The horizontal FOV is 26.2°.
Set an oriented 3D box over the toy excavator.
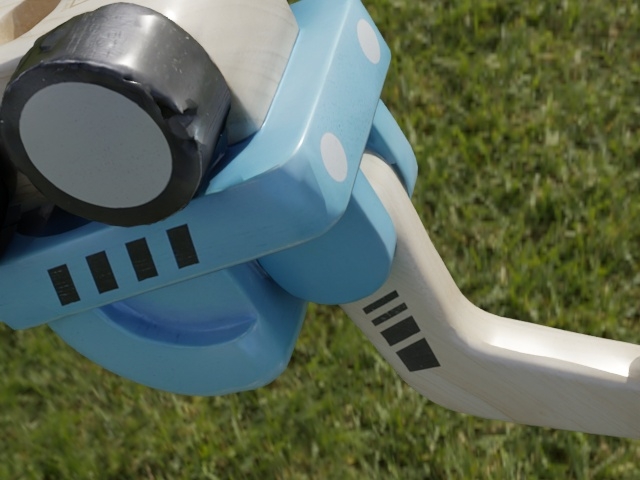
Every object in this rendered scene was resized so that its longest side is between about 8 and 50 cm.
[{"bbox_3d":[0.000,0.000,0.828,0.432,0.445,0.222,-16,37,27],"label":"toy excavator"}]
